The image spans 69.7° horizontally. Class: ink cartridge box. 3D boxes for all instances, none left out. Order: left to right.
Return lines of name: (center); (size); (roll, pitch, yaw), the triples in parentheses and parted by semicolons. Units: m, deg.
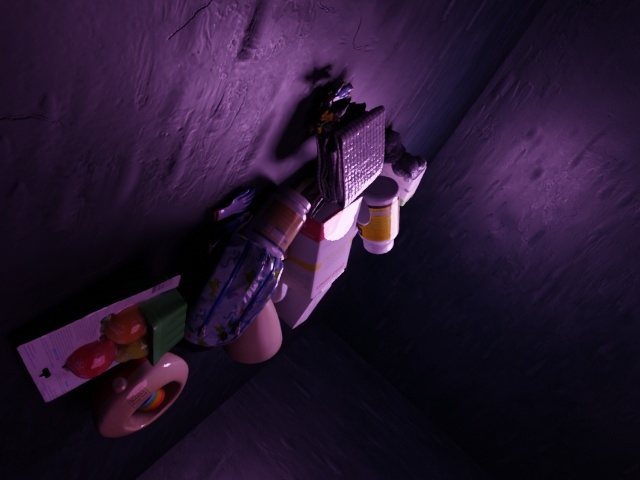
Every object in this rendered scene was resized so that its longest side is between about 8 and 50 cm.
ink cartridge box: (0.000, 0.000, 1.829); (0.279, 0.160, 0.385); (-37, 147, -45)
ink cartridge box: (0.395, -0.326, 2.309); (0.115, 0.198, 0.273); (-45, 167, -19)

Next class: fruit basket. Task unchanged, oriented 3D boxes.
fruit basket: (-0.509, 0.228, 1.110); (0.352, 0.165, 0.327); (-22, 153, -31)

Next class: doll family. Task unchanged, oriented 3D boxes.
doll family: (0.018, -0.364, 1.270); (0.111, 0.076, 0.193); (-32, 154, -41)

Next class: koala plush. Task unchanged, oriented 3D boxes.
koala plush: (0.343, -0.351, 2.021); (0.196, 0.221, 0.203); (-39, 163, -35)

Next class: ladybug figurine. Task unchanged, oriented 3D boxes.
ladybug figurine: (-0.570, 0.457, 1.430); (0.305, 0.162, 0.449); (-43, 166, -24)

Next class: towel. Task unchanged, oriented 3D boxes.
towel: (0.091, -0.276, 1.467); (0.235, 0.121, 0.284); (-42, 145, -30)

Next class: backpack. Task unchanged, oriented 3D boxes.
backpack: (-0.264, 0.138, 1.331); (0.290, 0.273, 0.356); (-65, 175, -52)

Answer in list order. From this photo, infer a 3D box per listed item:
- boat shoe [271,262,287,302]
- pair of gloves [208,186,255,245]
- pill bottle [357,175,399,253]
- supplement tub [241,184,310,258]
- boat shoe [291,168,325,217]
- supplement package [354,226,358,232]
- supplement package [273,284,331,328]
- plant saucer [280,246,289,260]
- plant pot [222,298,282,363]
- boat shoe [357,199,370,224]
boat shoe: (-0.158, 0.147, 1.999); (0.119, 0.121, 0.335); (-32, 157, -40)
pair of gloves: (-0.253, -0.067, 1.311); (0.159, 0.023, 0.198); (-38, 164, -39)
pill bottle: (0.256, -0.106, 2.049); (0.188, 0.187, 0.334); (-41, 142, -31)
supplement tub: (-0.134, -0.057, 1.424); (0.200, 0.144, 0.144); (-56, 168, -12)
boat shoe: (0.032, -0.196, 1.639); (0.355, 0.130, 0.132); (-43, 166, -24)
supplement package: (0.052, -0.012, 2.201); (0.244, 0.139, 0.134); (-31, 156, -52)
supplement package: (-0.114, 0.262, 2.281); (0.262, 0.204, 0.145); (-56, 163, 27)
plant saucer: (-0.222, 0.109, 1.676); (0.277, 0.041, 0.278); (-34, 177, -2)
plant pot: (-0.280, 0.314, 1.876); (0.256, 0.256, 0.274); (-38, 147, -40)
boat shoe: (0.135, -0.152, 1.915); (0.077, 0.219, 0.070); (-25, 163, -18)
